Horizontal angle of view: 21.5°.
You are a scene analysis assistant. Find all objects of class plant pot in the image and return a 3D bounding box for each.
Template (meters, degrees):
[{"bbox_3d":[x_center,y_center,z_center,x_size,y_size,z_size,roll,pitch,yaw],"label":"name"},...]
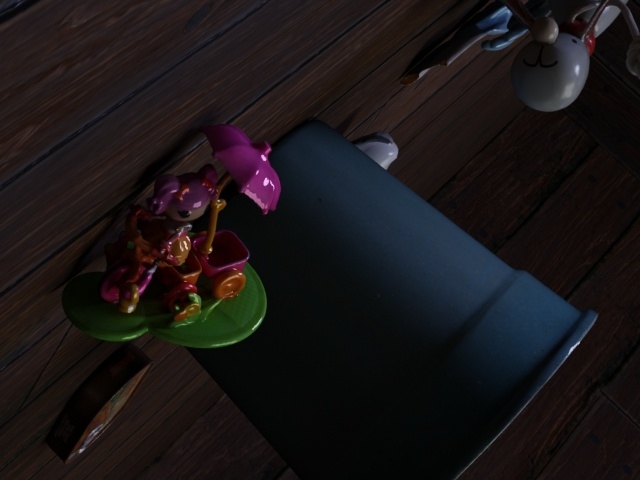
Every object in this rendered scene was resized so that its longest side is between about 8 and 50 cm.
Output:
[{"bbox_3d":[0.033,0.083,1.643,0.341,0.334,0.341,-46,176,-5],"label":"plant pot"}]

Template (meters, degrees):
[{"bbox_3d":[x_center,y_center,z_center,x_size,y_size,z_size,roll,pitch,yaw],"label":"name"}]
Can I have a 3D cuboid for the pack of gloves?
[{"bbox_3d":[0.227,-0.248,1.937,0.195,0.046,0.232,-16,-159,49],"label":"pack of gloves"}]

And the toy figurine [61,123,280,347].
[{"bbox_3d":[-0.099,-0.015,1.257,0.173,0.130,0.159,-12,139,-36],"label":"toy figurine"}]

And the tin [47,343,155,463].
[{"bbox_3d":[-0.239,0.176,1.821,0.106,0.040,0.190,-38,171,-38],"label":"tin"}]

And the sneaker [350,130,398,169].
[{"bbox_3d":[0.000,0.000,1.900,0.297,0.129,0.111,-50,172,24],"label":"sneaker"}]

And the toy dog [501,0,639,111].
[{"bbox_3d":[0.268,-0.281,1.711,0.220,0.161,0.334,-11,-147,6],"label":"toy dog"}]
